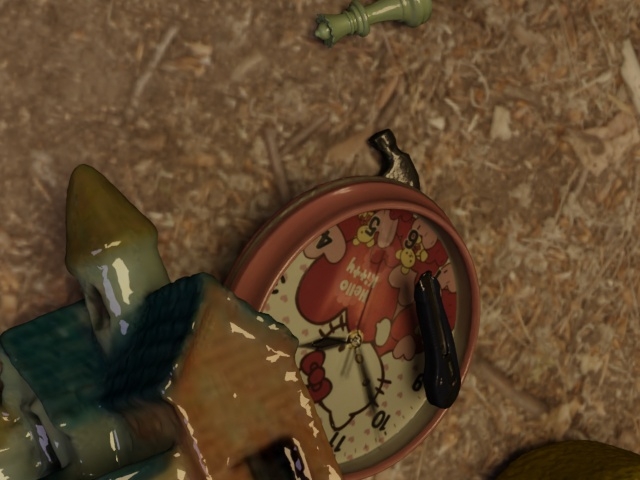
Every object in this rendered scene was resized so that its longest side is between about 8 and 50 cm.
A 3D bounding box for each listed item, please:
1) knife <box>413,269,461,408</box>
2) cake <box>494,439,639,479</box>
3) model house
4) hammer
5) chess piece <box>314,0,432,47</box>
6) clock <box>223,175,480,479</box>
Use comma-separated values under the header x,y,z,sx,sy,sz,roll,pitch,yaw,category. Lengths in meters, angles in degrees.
x,y,z,sx,sy,sz,roll,pitch,yaw,category
0.087,0.076,0.746,0.031,0.018,0.121,-29,118,-28,knife
0.208,0.293,0.810,0.179,0.156,0.261,30,80,-29,cake
-0.129,0.116,0.597,0.194,0.267,0.325,-18,89,-35,model house
0.000,0.000,0.761,0.201,0.021,0.078,-39,108,-16,hammer
0.038,-0.174,0.757,0.093,0.042,0.042,-24,103,-16,chess piece
0.024,0.071,0.746,0.244,0.056,0.245,-12,111,-34,clock
